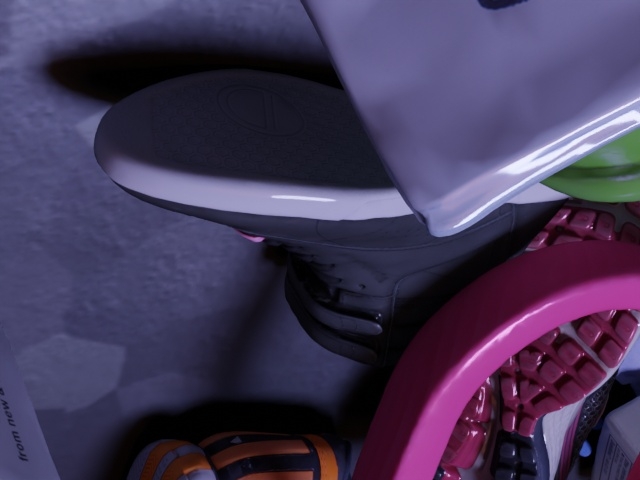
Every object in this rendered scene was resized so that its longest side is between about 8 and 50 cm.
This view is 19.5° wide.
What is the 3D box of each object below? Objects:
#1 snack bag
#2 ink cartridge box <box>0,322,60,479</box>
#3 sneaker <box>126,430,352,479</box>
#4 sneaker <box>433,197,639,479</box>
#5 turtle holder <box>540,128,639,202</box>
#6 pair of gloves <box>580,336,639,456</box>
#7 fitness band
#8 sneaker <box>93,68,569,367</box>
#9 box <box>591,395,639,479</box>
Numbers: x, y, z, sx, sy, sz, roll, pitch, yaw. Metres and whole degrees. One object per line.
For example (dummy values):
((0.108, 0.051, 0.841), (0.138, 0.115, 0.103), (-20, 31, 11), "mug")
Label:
((0.093, -0.208, 0.612), (0.323, 0.343, 0.037), (-26, -177, -3), "snack bag")
((-0.357, 0.111, 0.793), (0.395, 0.166, 0.285), (20, 121, -46), "ink cartridge box")
((-0.052, 0.246, 1.198), (0.180, 0.125, 0.321), (-3, 137, -30), "sneaker")
((0.123, 0.065, 1.121), (0.112, 0.120, 0.299), (-37, 153, -58), "sneaker")
((0.161, -0.173, 0.737), (0.320, 0.243, 0.227), (-30, 127, 18), "turtle holder")
((0.182, 0.098, 1.261), (0.198, 0.023, 0.159), (-32, 144, 6), "pair of gloves")
((0.121, 0.132, 1.030), (0.209, 0.054, 0.291), (3, 122, -25), "fitness band")
((0.000, 0.000, 0.947), (0.295, 0.104, 0.147), (0, 131, -40), "sneaker")
((0.322, 0.236, 1.254), (0.121, 0.311, 0.148), (-29, 154, -14), "box")
